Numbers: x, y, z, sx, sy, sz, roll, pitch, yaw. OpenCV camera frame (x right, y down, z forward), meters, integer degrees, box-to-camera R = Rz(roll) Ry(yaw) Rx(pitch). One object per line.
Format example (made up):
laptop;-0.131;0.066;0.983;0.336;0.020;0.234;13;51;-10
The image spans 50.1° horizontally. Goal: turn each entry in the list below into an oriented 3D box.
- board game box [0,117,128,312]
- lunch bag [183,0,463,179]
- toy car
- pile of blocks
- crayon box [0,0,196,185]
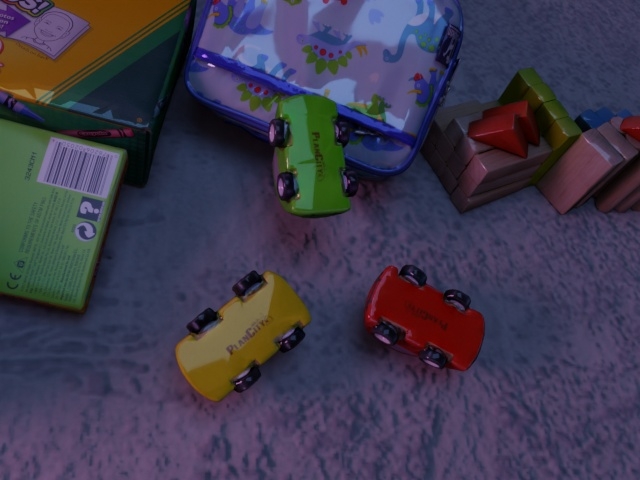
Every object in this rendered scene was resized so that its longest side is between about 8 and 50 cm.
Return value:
board game box;-0.281;-0.037;0.483;0.259;0.039;0.124;14;74;-11
lunch bag;0.003;-0.156;0.596;0.219;0.090;0.176;24;91;-2
toy car;0.000;0.000;0.529;0.239;0.053;0.225;-4;78;-19
pile of blocks;0.277;-0.105;0.669;0.362;0.112;0.149;5;59;-15
crayon box;-0.257;-0.162;0.556;0.278;0.081;0.165;13;57;-9
